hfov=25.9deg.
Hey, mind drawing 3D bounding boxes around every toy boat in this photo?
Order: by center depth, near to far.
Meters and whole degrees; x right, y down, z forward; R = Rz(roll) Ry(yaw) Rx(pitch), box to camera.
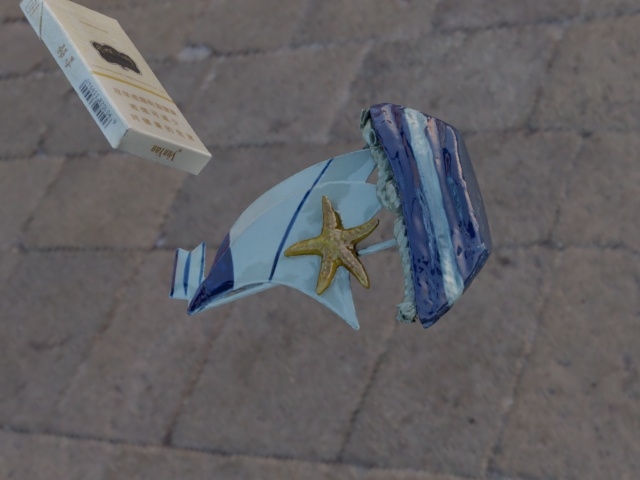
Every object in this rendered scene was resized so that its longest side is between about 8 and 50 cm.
[{"bbox_3d":[0.000,0.000,1.215,0.291,0.067,0.220,-20,62,20],"label":"toy boat"}]

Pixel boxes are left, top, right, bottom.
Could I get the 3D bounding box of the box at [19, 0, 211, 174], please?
[{"bbox_3d":[-0.152,-0.119,1.028,0.024,0.090,0.167,-49,56,18],"label":"box"}]
